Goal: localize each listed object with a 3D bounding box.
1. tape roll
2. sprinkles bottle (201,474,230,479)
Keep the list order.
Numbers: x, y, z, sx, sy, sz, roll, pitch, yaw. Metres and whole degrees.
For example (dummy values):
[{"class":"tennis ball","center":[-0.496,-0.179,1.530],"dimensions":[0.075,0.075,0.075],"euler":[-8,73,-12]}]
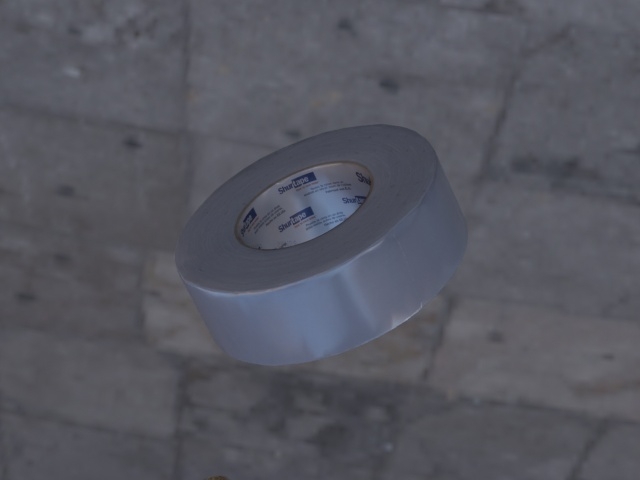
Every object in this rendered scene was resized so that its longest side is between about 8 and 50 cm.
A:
[{"class":"tape roll","center":[0.000,0.000,1.423],"dimensions":[0.219,0.219,0.072],"euler":[-7,123,32]},{"class":"sprinkles bottle","center":[-0.041,0.406,1.845],"dimensions":[0.355,0.121,0.121],"euler":[51,166,18]}]
